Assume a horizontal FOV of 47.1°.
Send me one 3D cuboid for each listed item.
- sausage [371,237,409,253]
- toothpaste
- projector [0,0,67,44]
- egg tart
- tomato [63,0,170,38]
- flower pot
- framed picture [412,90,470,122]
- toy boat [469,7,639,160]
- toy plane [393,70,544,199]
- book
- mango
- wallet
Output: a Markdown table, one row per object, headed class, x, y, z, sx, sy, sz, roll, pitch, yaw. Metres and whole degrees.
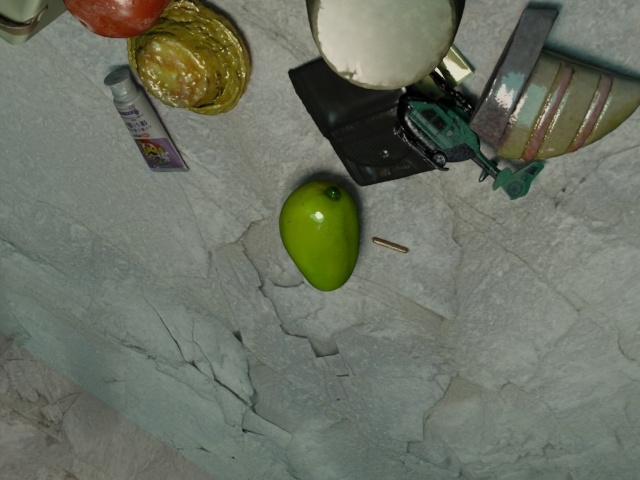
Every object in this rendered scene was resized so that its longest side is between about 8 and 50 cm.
| class | x | y | z | sx | sy | sz | roll | pitch | yaw |
| --- | --- | --- | --- | --- | --- | --- | --- | --- | --- |
| sausage | 0.173 | 0.013 | 1.816 | 0.100 | 0.015 | 0.015 | 19 | 134 | 4 |
| toothpaste | -0.422 | -0.272 | 1.766 | 0.113 | 0.073 | 0.299 | 0 | 138 | 22 |
| projector | -0.599 | -0.527 | 1.481 | 0.163 | 0.243 | 0.177 | 37 | 134 | -10 |
| egg tart | -0.296 | -0.380 | 1.576 | 0.293 | 0.123 | 0.294 | 10 | 134 | 11 |
| tomato | -0.397 | -0.515 | 1.426 | 0.231 | 0.232 | 0.188 | -15 | 163 | 31 |
| flower pot | 0.113 | -0.410 | 1.215 | 0.293 | 0.330 | 0.294 | 2 | 125 | 3 |
| framed picture | 0.238 | -0.262 | 1.549 | 0.149 | 0.011 | 0.109 | 10 | 133 | 13 |
| toy boat | 0.428 | -0.262 | 1.389 | 0.293 | 0.111 | 0.276 | 36 | 117 | -6 |
| toy plane | 0.284 | -0.205 | 1.497 | 0.381 | 0.106 | 0.155 | 39 | 100 | -14 |
| book | 0.243 | -0.335 | 1.473 | 0.111 | 0.014 | 0.077 | -33 | 108 | 35 |
| mango | 0.000 | 0.000 | 1.775 | 0.192 | 0.156 | 0.343 | 9 | 134 | 15 |
| wallet | 0.100 | -0.261 | 1.578 | 0.247 | 0.041 | 0.323 | -14 | 119 | 33 |
